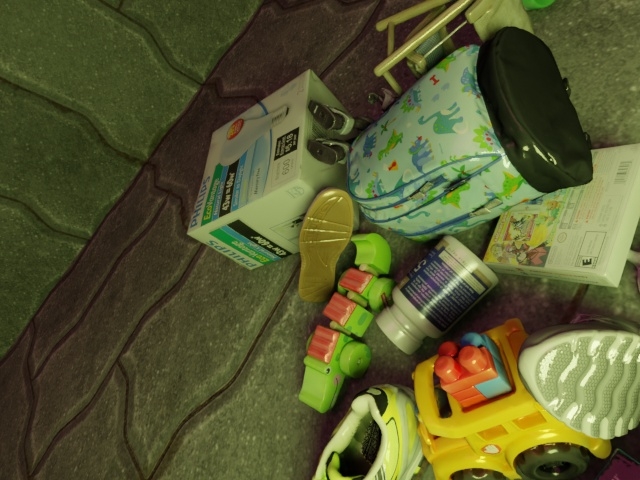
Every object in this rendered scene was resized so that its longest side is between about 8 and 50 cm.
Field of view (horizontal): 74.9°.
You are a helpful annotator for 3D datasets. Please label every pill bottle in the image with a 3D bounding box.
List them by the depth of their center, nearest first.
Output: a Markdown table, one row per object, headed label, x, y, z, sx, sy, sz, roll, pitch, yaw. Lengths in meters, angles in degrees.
| label | x | y | z | sx | sy | sz | roll | pitch | yaw |
| --- | --- | --- | --- | --- | --- | --- | --- | --- | --- |
| pill bottle | 0.184 | 0.093 | 0.687 | 0.187 | 0.112 | 0.112 | -47 | 41 | 8 |

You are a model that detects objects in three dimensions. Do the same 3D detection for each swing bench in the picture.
| label | x | y | z | sx | sy | sz | roll | pitch | yaw |
| --- | --- | --- | --- | --- | --- | --- | --- | --- | --- |
| swing bench | 0.275 | -0.344 | 0.795 | 0.254 | 0.253 | 0.165 | -19 | 52 | 35 |

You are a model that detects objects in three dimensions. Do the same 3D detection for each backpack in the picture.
| label | x | y | z | sx | sy | sz | roll | pitch | yaw |
| --- | --- | --- | --- | --- | --- | --- | --- | --- | --- |
| backpack | 0.212 | -0.147 | 0.724 | 0.355 | 0.273 | 0.290 | 133 | 142 | -58 |

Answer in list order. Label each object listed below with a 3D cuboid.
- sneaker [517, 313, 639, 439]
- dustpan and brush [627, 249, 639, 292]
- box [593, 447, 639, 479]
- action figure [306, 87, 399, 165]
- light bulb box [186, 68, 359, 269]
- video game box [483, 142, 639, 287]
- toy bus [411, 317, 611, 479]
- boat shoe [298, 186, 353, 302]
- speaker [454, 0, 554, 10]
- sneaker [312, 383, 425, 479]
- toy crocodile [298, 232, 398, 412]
| label | x | y | z | sx | sy | sz | roll | pitch | yaw |
| --- | --- | --- | --- | --- | --- | --- | --- | --- | --- |
| sneaker | 0.295 | 0.132 | 0.451 | 0.115 | 0.281 | 0.105 | 29 | 104 | 59 |
| dustpan and brush | 0.442 | 0.036 | 0.532 | 0.211 | 0.060 | 0.147 | 37 | 101 | 43 |
| box | 0.376 | 0.323 | 0.382 | 0.101 | 0.060 | 0.244 | -54 | 40 | 0 |
| action figure | 0.097 | -0.233 | 0.897 | 0.099 | 0.285 | 0.185 | 34 | 121 | 34 |
| light bulb box | -0.108 | -0.163 | 1.059 | 0.361 | 0.225 | 0.358 | -21 | 51 | 32 |
| video game box | 0.366 | -0.039 | 0.629 | 0.187 | 0.048 | 0.205 | 8 | 68 | 58 |
| toy bus | 0.189 | 0.196 | 0.514 | 0.220 | 0.211 | 0.149 | -36 | 30 | 28 |
| boat shoe | 0.000 | 0.000 | 0.857 | 0.096 | 0.098 | 0.277 | -93 | 14 | -53 |
| speaker | 0.401 | -0.604 | 0.954 | 0.131 | 0.131 | 0.296 | -48 | 41 | 7 |
| sneaker | 0.028 | 0.386 | 0.608 | 0.145 | 0.147 | 0.385 | 10 | 71 | 45 |
| toy crocodile | 0.048 | 0.148 | 0.785 | 0.115 | 0.105 | 0.341 | 15 | 75 | 48 |
